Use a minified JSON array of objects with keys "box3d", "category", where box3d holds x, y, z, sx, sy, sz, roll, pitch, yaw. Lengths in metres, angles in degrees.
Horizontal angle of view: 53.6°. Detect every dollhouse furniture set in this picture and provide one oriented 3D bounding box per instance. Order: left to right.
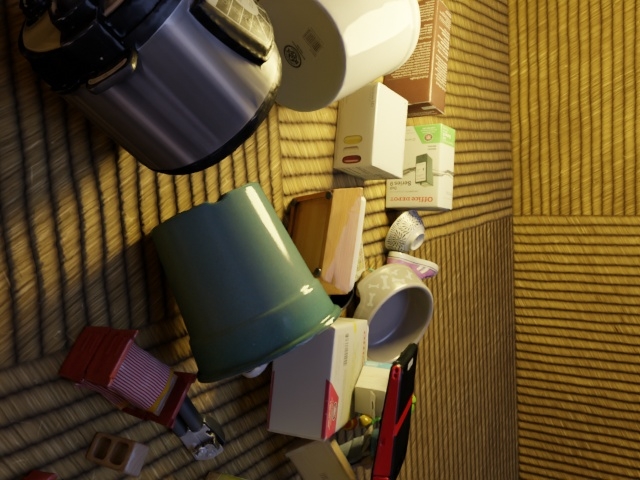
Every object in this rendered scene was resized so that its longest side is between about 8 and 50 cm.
[{"box3d":[-0.413,0.370,1.186,0.201,0.152,0.374,50,52,-44],"category":"dollhouse furniture set"},{"box3d":[0.003,0.603,1.806,0.198,0.286,0.303,61,17,-5],"category":"dollhouse furniture set"}]

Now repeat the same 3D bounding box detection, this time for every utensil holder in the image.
[{"box3d":[0.034,-0.542,1.674,0.385,0.328,0.327,-41,124,-44],"category":"utensil holder"}]

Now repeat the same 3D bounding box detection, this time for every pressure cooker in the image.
[{"box3d":[-0.314,-0.361,1.126,0.375,0.370,0.420,-58,137,-13],"category":"pressure cooker"}]

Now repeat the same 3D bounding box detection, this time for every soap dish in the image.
[{"box3d":[0.000,0.000,1.730,0.118,0.229,0.290,17,76,-37],"category":"soap dish"}]

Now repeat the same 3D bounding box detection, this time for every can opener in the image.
[{"box3d":[-0.305,0.400,1.436,0.093,0.074,0.280,-101,169,-54],"category":"can opener"}]

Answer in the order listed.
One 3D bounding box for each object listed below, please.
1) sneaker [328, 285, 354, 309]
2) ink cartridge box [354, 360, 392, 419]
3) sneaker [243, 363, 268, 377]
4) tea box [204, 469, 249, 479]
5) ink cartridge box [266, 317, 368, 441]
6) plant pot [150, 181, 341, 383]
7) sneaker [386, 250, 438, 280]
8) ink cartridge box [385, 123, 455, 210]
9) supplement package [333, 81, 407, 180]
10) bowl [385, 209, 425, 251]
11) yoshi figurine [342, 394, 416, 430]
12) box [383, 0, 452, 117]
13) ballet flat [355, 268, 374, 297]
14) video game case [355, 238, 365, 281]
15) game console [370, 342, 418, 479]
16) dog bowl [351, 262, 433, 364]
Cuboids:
[{"box3d":[0.044,0.081,1.827,0.105,0.147,0.295,22,76,-38],"category":"sneaker"},{"box3d":[0.150,0.414,1.749,0.143,0.090,0.092,-52,145,-60],"category":"ink cartridge box"},{"box3d":[-0.175,0.196,1.583,0.153,0.101,0.268,46,50,-44],"category":"sneaker"},{"box3d":[-0.171,0.735,1.398,0.329,0.324,0.220,-56,133,-38],"category":"tea box"},{"box3d":[0.006,0.352,1.706,0.385,0.161,0.279,18,76,-72],"category":"ink cartridge box"},{"box3d":[-0.180,0.075,1.356,0.341,0.341,0.334,-31,97,-51],"category":"plant pot"},{"box3d":[0.325,0.140,2.315,0.282,0.102,0.161,14,82,-44],"category":"sneaker"},{"box3d":[0.350,-0.250,2.228,0.122,0.211,0.289,4,87,-56],"category":"ink cartridge box"},{"box3d":[0.162,-0.339,2.012,0.204,0.145,0.261,12,80,-55],"category":"supplement package"},{"box3d":[0.314,-0.017,2.232,0.170,0.080,0.170,-32,144,-27],"category":"bowl"},{"box3d":[0.212,0.541,2.090,0.362,0.204,0.203,-4,110,-58],"category":"yoshi figurine"},{"box3d":[0.340,-0.632,2.222,0.143,0.191,0.381,19,76,-54],"category":"box"},{"box3d":[0.203,0.222,2.127,0.124,0.116,0.342,-54,142,-12],"category":"ballet flat"},{"box3d":[0.073,0.033,1.998,0.206,0.026,0.226,-24,111,-53],"category":"video game case"},{"box3d":[0.204,0.469,1.720,0.386,0.060,0.341,2,94,-76],"category":"game console"},{"box3d":[0.216,0.249,2.014,0.349,0.102,0.348,-20,126,-30],"category":"dog bowl"}]
